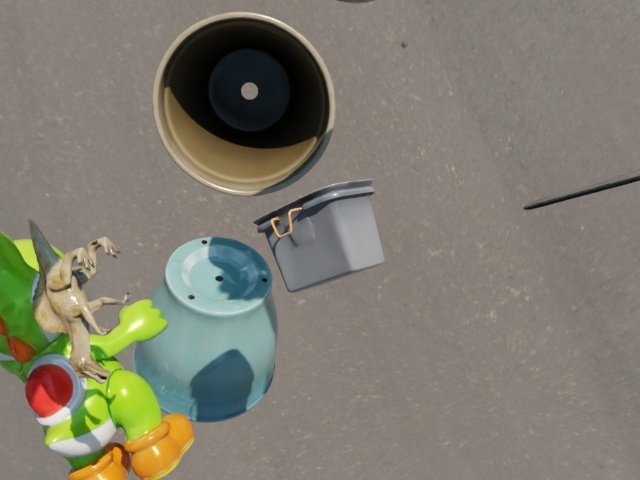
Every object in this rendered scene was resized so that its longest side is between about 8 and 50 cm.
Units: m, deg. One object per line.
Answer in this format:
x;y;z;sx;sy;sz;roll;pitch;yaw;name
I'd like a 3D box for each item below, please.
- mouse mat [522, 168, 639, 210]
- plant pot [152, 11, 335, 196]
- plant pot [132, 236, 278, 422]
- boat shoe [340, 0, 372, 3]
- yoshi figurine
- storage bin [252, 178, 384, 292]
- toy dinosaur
0.216;-0.049;0.362;0.153;0.190;0.007;-17;88;48;mouse mat
-0.140;-0.275;1.324;0.323;0.280;0.323;-1;108;-3;plant pot
-0.196;0.144;1.230;0.272;0.255;0.271;9;43;-9;plant pot
0.106;-0.353;0.765;0.104;0.307;0.110;-13;108;48;boat shoe
-0.314;0.134;0.855;0.203;0.203;0.362;-40;107;-34;yoshi figurine
0.000;0.000;0.733;0.135;0.098;0.091;-23;82;42;storage bin
-0.225;0.036;0.600;0.093;0.053;0.183;-35;72;20;toy dinosaur
